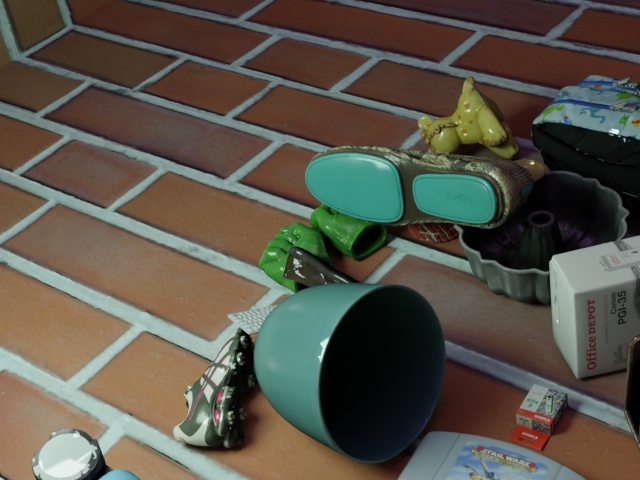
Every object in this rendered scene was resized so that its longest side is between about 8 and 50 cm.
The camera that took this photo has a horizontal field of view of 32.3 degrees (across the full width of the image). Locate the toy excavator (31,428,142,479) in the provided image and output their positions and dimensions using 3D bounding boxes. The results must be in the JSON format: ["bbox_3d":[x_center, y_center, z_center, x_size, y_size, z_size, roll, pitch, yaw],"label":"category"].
[{"bbox_3d":[-0.340,0.550,1.582,0.445,0.222,0.433,28,52,29],"label":"toy excavator"}]

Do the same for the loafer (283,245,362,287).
[{"bbox_3d":[0.022,0.096,2.146,0.220,0.078,0.080,33,6,12],"label":"loafer"}]

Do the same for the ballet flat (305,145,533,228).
[{"bbox_3d":[0.202,-0.113,2.191,0.482,0.164,0.182,8,23,38],"label":"ballet flat"}]

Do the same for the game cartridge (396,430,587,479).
[{"bbox_3d":[0.264,0.401,1.729,0.297,0.062,0.198,13,47,28],"label":"game cartridge"}]

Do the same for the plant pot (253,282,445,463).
[{"bbox_3d":[0.027,0.205,1.870,0.235,0.293,0.293,8,39,47],"label":"plant pot"}]

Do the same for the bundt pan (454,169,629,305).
[{"bbox_3d":[0.429,0.004,2.147,0.330,0.124,0.331,-7,38,5],"label":"bundt pan"}]

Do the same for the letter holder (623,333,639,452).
[{"bbox_3d":[0.643,0.231,1.709,0.301,0.214,0.152,-11,43,0],"label":"letter holder"}]

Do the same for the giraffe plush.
[{"bbox_3d":[0.321,-0.244,2.487,0.170,0.210,0.181,-34,37,18],"label":"giraffe plush"}]

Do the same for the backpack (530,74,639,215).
[{"bbox_3d":[0.603,-0.192,2.244,0.355,0.290,0.273,6,57,40],"label":"backpack"}]

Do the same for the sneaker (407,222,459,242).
[{"bbox_3d":[0.280,-0.064,2.325,0.225,0.088,0.092,-24,19,-17],"label":"sneaker"}]

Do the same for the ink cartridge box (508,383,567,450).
[{"bbox_3d":[0.365,0.296,1.858,0.062,0.029,0.115,15,43,30],"label":"ink cartridge box"}]

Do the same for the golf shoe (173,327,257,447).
[{"bbox_3d":[-0.186,0.255,1.996,0.120,0.105,0.273,-9,35,17],"label":"golf shoe"}]

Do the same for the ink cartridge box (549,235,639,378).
[{"bbox_3d":[0.553,0.106,1.912,0.283,0.207,0.117,-13,35,-2],"label":"ink cartridge box"}]

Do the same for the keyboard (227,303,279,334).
[{"bbox_3d":[-0.055,0.139,2.104,0.256,0.014,0.072,-10,26,-40],"label":"keyboard"}]

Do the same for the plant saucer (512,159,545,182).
[{"bbox_3d":[0.409,-0.133,2.217,0.083,0.015,0.083,-7,36,5],"label":"plant saucer"}]

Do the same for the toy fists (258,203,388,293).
[{"bbox_3d":[0.000,0.000,2.286,0.279,0.096,0.142,-33,41,-24],"label":"toy fists"}]
